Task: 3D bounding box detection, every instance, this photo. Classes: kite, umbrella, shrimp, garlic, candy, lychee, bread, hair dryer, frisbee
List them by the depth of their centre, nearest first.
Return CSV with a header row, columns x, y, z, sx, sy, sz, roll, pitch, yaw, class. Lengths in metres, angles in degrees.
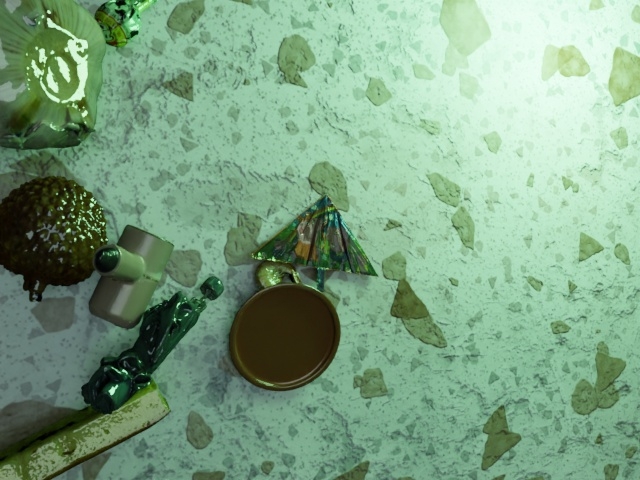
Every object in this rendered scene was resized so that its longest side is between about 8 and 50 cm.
x,y,z,sx,sy,sz,roll,pitch,yaw,class
-0.521,-0.312,1.006,0.241,0.322,0.322,-4,89,6,garlic
-0.359,0.057,1.014,0.107,0.344,0.189,24,80,-3,hair dryer
-0.494,-0.005,1.050,0.200,0.200,0.238,16,70,-19,lychee
-0.463,0.371,1.067,0.361,0.138,0.077,-25,94,-20,bread
-0.312,0.182,1.097,0.094,0.143,0.349,53,50,-15,umbrella
-0.341,-0.505,1.193,0.091,0.083,0.305,33,64,22,candy
-0.075,0.210,1.252,0.251,0.021,0.251,-4,102,-18,frisbee
-0.078,0.110,1.281,0.162,0.045,0.095,50,51,-7,shrimp
0.000,0.000,1.308,0.321,0.016,0.234,10,79,-25,kite
